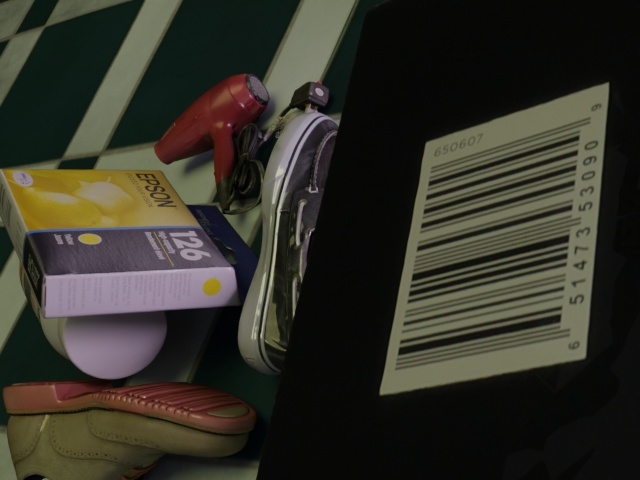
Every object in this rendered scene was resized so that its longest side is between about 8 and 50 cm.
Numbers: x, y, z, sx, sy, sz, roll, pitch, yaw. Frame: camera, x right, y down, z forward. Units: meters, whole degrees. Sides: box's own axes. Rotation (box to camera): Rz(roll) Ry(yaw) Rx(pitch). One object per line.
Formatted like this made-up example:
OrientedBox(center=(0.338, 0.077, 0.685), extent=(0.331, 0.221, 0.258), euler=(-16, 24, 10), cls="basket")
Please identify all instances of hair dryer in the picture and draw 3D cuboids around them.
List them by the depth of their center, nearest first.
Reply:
OrientedBox(center=(-0.139, -0.145, 1.734), extent=(0.293, 0.080, 0.223), euler=(3, 52, 51), cls="hair dryer")

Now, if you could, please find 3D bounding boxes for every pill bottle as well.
OrientedBox(center=(-0.301, 0.073, 1.636), extent=(0.162, 0.162, 0.278), euler=(-51, 27, 0), cls="pill bottle")

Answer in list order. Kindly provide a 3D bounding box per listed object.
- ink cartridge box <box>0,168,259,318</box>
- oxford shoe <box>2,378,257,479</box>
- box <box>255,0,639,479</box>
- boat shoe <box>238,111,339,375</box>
OrientedBox(center=(-0.225, -0.007, 1.543), extent=(0.303, 0.307, 0.072), euler=(-133, 45, -55), cls="ink cartridge box")
OrientedBox(center=(-0.231, 0.245, 1.492), extent=(0.397, 0.140, 0.146), euler=(-3, 86, 42), cls="oxford shoe")
OrientedBox(center=(0.231, 0.128, 0.746), extent=(0.297, 0.472, 0.480), euler=(-16, 47, 38), cls="box")
OrientedBox(center=(0.000, 0.000, 1.455), extent=(0.119, 0.121, 0.335), euler=(-7, 64, 35), cls="boat shoe")
